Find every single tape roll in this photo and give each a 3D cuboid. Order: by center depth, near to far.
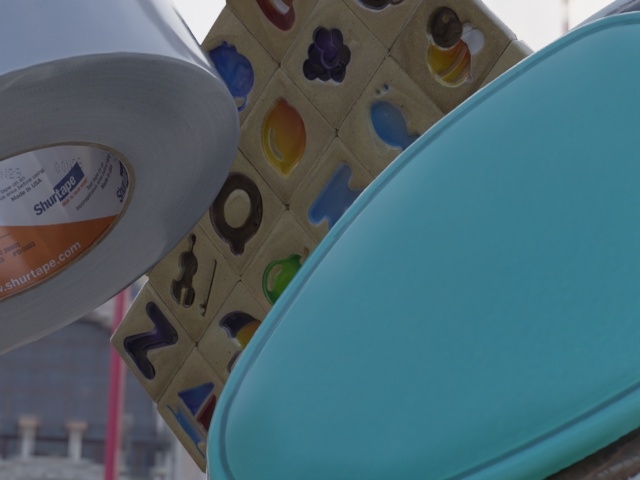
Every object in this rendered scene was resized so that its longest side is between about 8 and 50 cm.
[{"bbox_3d":[-0.146,-0.030,0.704,0.219,0.072,0.219,-26,-24,-12],"label":"tape roll"}]

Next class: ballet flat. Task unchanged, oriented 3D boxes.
[{"bbox_3d":[0.140,-0.031,0.464,0.139,0.400,0.139,40,-12,10],"label":"ballet flat"}]

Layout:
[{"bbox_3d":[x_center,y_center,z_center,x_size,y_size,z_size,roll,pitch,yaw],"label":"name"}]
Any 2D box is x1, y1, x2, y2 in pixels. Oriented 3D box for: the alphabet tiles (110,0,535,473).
[{"bbox_3d":[0.000,0.000,0.931,0.011,0.285,0.342,-6,-42,-49],"label":"alphabet tiles"}]
